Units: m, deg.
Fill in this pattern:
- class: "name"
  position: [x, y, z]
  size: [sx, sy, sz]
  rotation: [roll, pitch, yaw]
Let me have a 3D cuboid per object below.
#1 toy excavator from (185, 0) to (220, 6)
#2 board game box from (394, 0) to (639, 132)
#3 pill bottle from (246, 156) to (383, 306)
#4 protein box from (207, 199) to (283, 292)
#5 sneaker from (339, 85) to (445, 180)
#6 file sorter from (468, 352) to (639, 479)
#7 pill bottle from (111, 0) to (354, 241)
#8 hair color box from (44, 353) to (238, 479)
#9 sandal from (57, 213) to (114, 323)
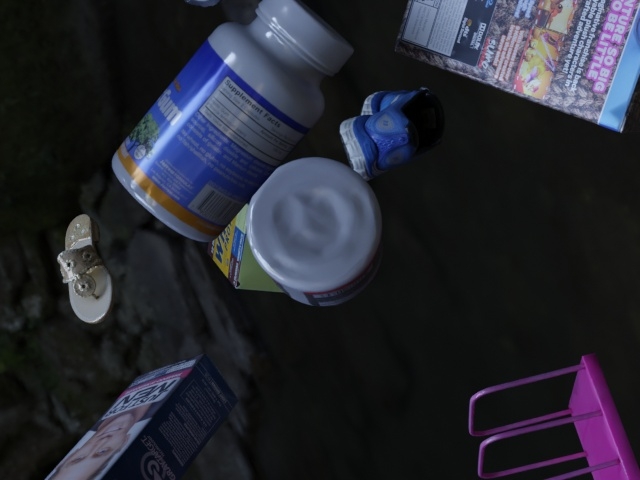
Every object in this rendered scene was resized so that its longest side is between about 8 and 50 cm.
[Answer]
- class: "toy excavator"
  position: [-0.112, -0.526, 1.493]
  size: [0.433, 0.222, 0.445]
  rotation: [24, 151, 4]
- class: "board game box"
  position: [0.266, -0.278, 1.286]
  size: [0.291, 0.141, 0.232]
  rotation: [26, 109, 26]
- class: "pill bottle"
  position: [0.000, 0.000, 1.596]
  size: [0.176, 0.176, 0.318]
  rotation: [64, 179, 9]
- class: "protein box"
  position: [-0.060, -0.007, 1.872]
  size: [0.201, 0.200, 0.136]
  rotation: [-139, 58, -66]
- class: "sneaker"
  position: [0.142, -0.181, 1.868]
  size: [0.330, 0.147, 0.129]
  rotation: [-54, -52, -66]
- class: "file sorter"
  position: [0.319, 0.338, 1.523]
  size: [0.202, 0.182, 0.290]
  rotation: [77, 178, -62]
- class: "pill bottle"
  position: [-0.092, -0.143, 1.263]
  size: [0.152, 0.272, 0.152]
  rotation: [39, -169, -9]
- class: "hair color box"
  position: [-0.287, 0.326, 1.743]
  size: [0.174, 0.347, 0.105]
  rotation: [-23, 108, 35]
- class: "sandal"
  position: [-0.409, 0.035, 1.901]
  size: [0.079, 0.088, 0.240]
  rotation: [42, -160, -43]
